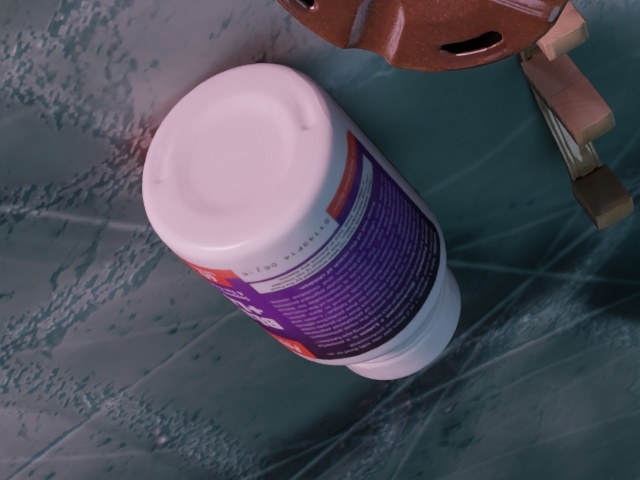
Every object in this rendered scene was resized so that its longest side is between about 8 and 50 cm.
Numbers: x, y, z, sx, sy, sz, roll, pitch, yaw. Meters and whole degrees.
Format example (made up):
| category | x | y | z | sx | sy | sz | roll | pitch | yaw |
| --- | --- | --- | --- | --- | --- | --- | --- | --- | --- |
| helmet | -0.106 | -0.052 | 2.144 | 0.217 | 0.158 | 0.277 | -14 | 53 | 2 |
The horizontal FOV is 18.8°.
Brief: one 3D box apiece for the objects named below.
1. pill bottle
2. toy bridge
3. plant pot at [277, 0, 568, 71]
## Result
| category | x | y | z | sx | sy | sz | roll | pitch | yaw |
| --- | --- | --- | --- | --- | --- | --- | --- | --- | --- |
| pill bottle | 0.000 | 0.000 | 0.994 | 0.108 | 0.108 | 0.193 | -36 | 143 | 7 |
| toy bridge | 0.130 | -0.079 | 1.030 | 0.026 | 0.063 | 0.188 | -30 | 145 | -2 |
| plant pot | 0.051 | -0.163 | 0.736 | 0.167 | 0.165 | 0.167 | 13 | 144 | 9 |
